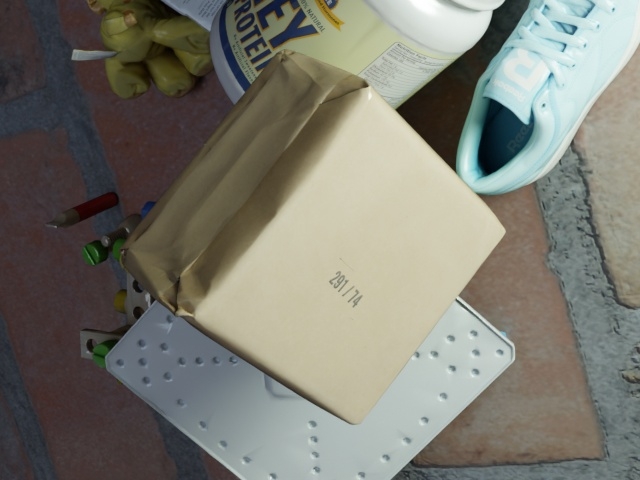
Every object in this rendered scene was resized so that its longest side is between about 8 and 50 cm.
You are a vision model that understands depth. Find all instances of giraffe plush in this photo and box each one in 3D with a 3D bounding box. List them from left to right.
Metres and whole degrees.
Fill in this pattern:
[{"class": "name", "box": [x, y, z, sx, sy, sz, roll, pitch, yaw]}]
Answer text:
[{"class": "giraffe plush", "box": [-0.248, -0.308, 1.779, 0.181, 0.210, 0.170, -40, 54, 42]}]

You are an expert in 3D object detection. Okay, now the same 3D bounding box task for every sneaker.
[{"class": "sneaker", "box": [0.259, -0.197, 1.476, 0.135, 0.150, 0.366, 30, 122, 20]}]

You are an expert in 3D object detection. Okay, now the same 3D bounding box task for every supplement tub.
[{"class": "supplement tub", "box": [0.050, -0.273, 1.533, 0.325, 0.235, 0.235, -38, 85, 37]}]

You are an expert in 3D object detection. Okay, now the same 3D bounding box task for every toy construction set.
[{"class": "toy construction set", "box": [-0.272, 0.060, 1.872, 0.309, 0.237, 0.257, 34, 123, 20]}]

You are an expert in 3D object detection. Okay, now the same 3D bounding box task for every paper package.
[{"class": "paper package", "box": [0.000, 0.000, 1.453, 0.309, 0.325, 0.168, -52, 46, -2]}]

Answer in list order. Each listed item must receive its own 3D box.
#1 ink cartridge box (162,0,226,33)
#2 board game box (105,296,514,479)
[{"class": "ink cartridge box", "box": [-0.152, -0.407, 1.670, 0.224, 0.045, 0.223, 38, 97, 5]}, {"class": "board game box", "box": [-0.016, 0.145, 1.715, 0.390, 0.050, 0.390, 40, 109, -8]}]
